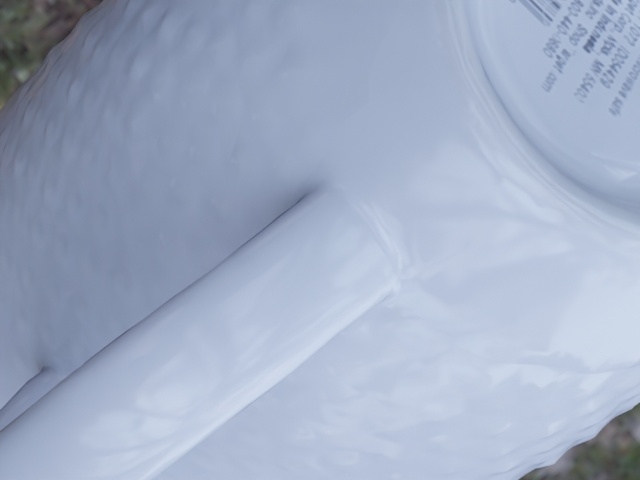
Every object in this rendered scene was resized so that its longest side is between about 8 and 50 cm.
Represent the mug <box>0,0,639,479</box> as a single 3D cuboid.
[{"bbox_3d":[0.000,0.000,0.780,0.374,0.276,0.328,-40,-176,-35],"label":"mug"}]
